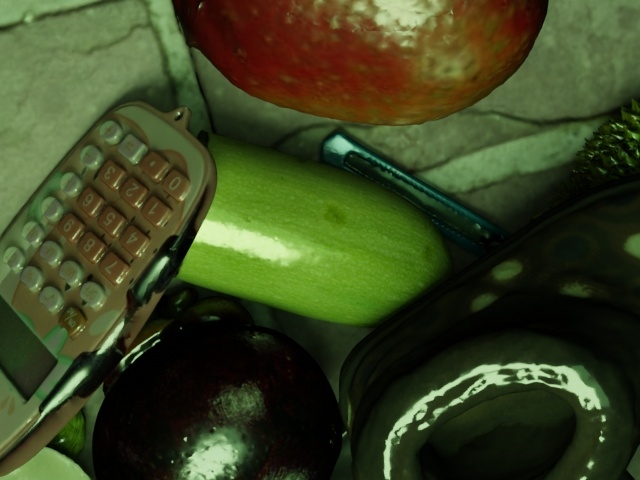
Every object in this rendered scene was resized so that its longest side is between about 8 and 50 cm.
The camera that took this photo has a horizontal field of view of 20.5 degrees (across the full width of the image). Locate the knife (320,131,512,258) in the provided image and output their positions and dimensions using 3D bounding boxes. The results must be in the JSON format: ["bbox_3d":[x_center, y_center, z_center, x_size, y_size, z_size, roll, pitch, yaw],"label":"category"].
[{"bbox_3d":[0.125,-0.008,1.561,0.296,0.026,0.044,30,106,-11],"label":"knife"}]

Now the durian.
[{"bbox_3d":[0.283,-0.031,1.520,0.159,0.146,0.198,38,106,-14],"label":"durian"}]

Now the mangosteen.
[{"bbox_3d":[-0.095,0.141,1.475,0.211,0.250,0.211,-15,141,-12],"label":"mangosteen"}]

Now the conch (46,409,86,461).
[{"bbox_3d":[-0.245,0.154,1.515,0.089,0.074,0.121,2,138,-7],"label":"conch"}]

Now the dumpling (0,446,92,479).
[{"bbox_3d":[-0.287,0.243,1.493,0.247,0.142,0.172,-12,97,20],"label":"dumpling"}]

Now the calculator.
[{"bbox_3d":[-0.199,0.029,1.439,0.048,0.220,0.329,34,93,-37],"label":"calculator"}]

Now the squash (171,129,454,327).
[{"bbox_3d":[0.000,0.000,1.495,0.247,0.132,0.132,14,98,-11],"label":"squash"}]

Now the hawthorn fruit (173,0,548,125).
[{"bbox_3d":[0.001,-0.224,1.380,0.369,0.285,0.285,-1,100,-4],"label":"hawthorn fruit"}]

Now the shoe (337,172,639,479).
[{"bbox_3d":[0.195,0.089,1.351,0.384,0.237,0.171,-27,107,2],"label":"shoe"}]

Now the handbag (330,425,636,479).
[{"bbox_3d":[0.121,0.225,1.493,0.244,0.275,0.088,-42,141,-2],"label":"handbag"}]
